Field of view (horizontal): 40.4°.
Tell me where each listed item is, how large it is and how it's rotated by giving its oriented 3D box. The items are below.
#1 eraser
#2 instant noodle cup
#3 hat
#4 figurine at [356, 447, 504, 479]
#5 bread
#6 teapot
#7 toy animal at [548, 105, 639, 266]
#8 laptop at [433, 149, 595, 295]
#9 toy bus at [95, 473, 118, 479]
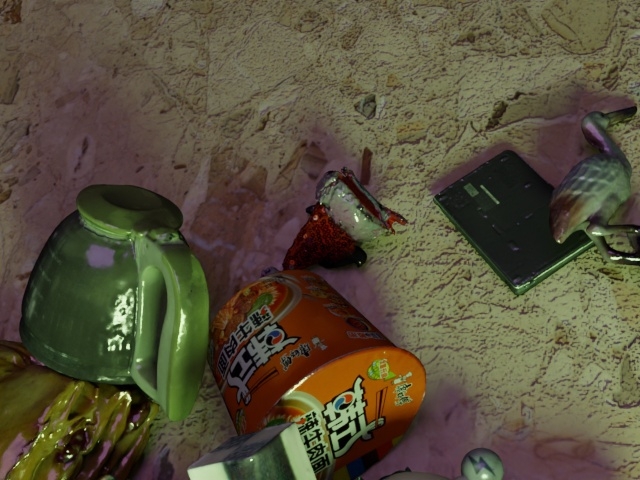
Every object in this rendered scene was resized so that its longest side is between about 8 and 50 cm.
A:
[{"bbox_3d":[-0.012,0.399,0.901,0.098,0.096,0.404,-20,91,30],"label":"eraser"},{"bbox_3d":[-0.021,0.172,1.103,0.250,0.250,0.192,-35,48,-6],"label":"instant noodle cup"},{"bbox_3d":[0.003,0.002,1.285,0.227,0.129,0.140,-45,79,8],"label":"hat"},{"bbox_3d":[0.184,0.362,0.953,0.381,0.186,0.261,5,55,24],"label":"figurine"},{"bbox_3d":[-0.422,0.265,1.195,0.324,0.167,0.277,17,66,24],"label":"bread"},{"bbox_3d":[-0.273,0.063,1.162,0.239,0.239,0.322,9,24,-14],"label":"teapot"},{"bbox_3d":[0.388,-0.072,1.200,0.195,0.090,0.324,7,51,-15],"label":"toy animal"},{"bbox_3d":[0.280,-0.034,1.255,0.154,0.026,0.207,-33,56,-5],"label":"laptop"},{"bbox_3d":[-0.194,0.447,1.024,0.323,0.162,0.194,31,69,31],"label":"toy bus"}]
